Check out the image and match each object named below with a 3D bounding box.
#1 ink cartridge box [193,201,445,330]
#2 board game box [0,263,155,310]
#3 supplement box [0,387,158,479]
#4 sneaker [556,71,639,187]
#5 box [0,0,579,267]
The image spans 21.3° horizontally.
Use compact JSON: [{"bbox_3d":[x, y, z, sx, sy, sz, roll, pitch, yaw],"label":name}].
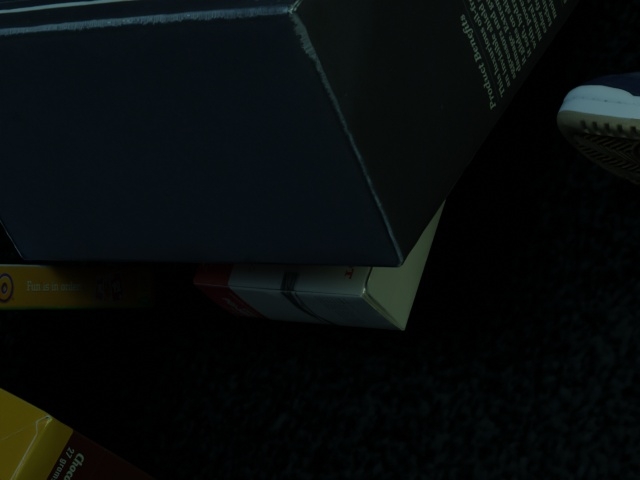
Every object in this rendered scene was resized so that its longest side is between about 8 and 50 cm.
[{"bbox_3d":[0.000,0.000,1.080,0.135,0.056,0.099,4,64,36],"label":"ink cartridge box"},{"bbox_3d":[-0.234,0.032,1.094,0.124,0.259,0.039,-3,90,33],"label":"board game box"},{"bbox_3d":[-0.187,0.166,1.011,0.191,0.194,0.129,19,75,41],"label":"supplement box"},{"bbox_3d":[0.276,-0.095,0.919,0.282,0.099,0.153,9,73,31],"label":"sneaker"},{"bbox_3d":[-0.039,-0.138,1.050,0.296,0.183,0.294,1,38,36],"label":"box"}]
